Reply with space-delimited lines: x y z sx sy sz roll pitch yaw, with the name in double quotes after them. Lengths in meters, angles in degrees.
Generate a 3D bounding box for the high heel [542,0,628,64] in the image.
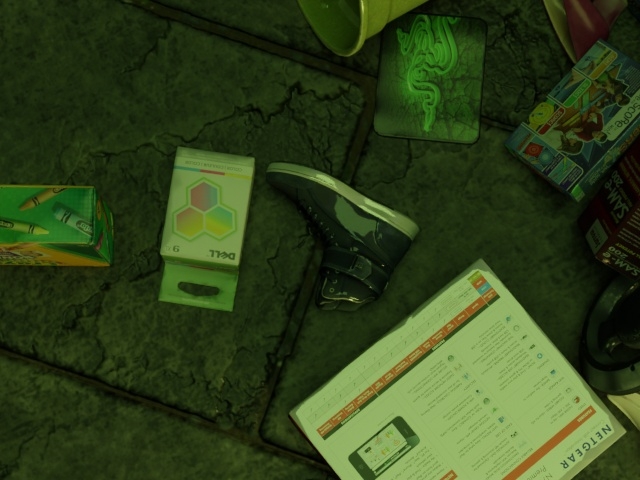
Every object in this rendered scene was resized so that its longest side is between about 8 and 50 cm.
0.310 -0.359 1.918 0.244 0.082 0.117 39 78 -4 "high heel"

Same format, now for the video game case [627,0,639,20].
0.528 -0.422 1.936 0.244 0.061 0.269 -38 82 -6 "video game case"

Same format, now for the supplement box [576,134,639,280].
0.444 -0.080 1.782 0.073 0.130 0.239 28 110 -13 "supplement box"

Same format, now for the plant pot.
0.103 -0.423 1.851 0.254 0.276 0.276 -22 80 -15 "plant pot"

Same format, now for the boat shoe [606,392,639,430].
0.474 0.273 1.794 0.267 0.096 0.088 38 77 -2 "boat shoe"

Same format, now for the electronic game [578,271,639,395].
0.424 0.100 1.763 0.048 0.229 0.229 35 80 -22 "electronic game"

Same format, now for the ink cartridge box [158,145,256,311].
-0.157 -0.016 1.855 0.109 0.062 0.209 9 80 1 "ink cartridge box"

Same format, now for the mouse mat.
0.157 -0.233 1.927 0.152 0.007 0.190 5 79 1 "mouse mat"

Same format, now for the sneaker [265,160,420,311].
0.001 0.000 1.841 0.226 0.086 0.163 28 78 4 "sneaker"

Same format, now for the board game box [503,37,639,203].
0.367 -0.165 1.857 0.201 0.035 0.136 -47 54 1 "board game box"

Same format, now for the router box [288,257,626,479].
0.177 0.243 1.799 0.335 0.082 0.301 -38 82 -7 "router box"

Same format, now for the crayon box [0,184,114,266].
-0.425 -0.019 1.803 0.278 0.165 0.081 1 79 0 "crayon box"
